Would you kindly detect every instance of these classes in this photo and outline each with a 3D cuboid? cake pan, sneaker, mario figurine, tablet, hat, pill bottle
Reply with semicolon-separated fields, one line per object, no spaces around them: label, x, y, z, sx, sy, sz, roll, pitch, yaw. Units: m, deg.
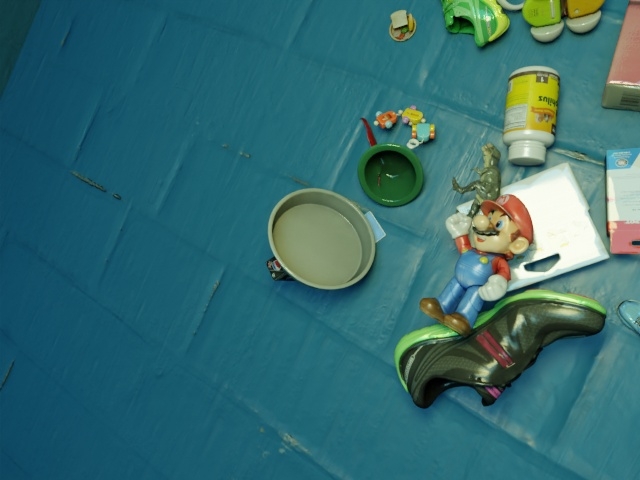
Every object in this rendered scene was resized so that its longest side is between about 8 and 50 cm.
cake pan;0.000;0.000;1.374;0.293;0.292;0.054;64;152;17
sneaker;0.354;-0.616;1.358;0.123;0.109;0.296;-44;63;18
mario figurine;0.329;0.033;1.133;0.198;0.170;0.321;31;87;21
tablet;0.137;-0.033;1.435;0.054;0.006;0.083;-37;71;15
hat;0.197;-0.224;1.427;0.172;0.184;0.209;-8;119;21
pill bottle;0.499;-0.293;1.247;0.117;0.117;0.215;5;86;25
sneaker;0.711;0.187;1.112;0.162;0.073;0.063;44;102;22
sneaker;0.399;0.257;1.169;0.482;0.185;0.203;-28;51;28

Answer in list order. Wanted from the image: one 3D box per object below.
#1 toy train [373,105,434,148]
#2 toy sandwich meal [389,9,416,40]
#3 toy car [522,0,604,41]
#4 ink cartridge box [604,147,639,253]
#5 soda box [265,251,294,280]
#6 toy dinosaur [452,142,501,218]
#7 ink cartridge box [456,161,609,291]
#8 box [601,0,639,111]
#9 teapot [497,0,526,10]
toy train;0.226;-0.295;1.389;0.125;0.046;0.166;-31;57;-14
toy sandwich meal;0.226;-0.599;1.457;0.085;0.029;0.086;-3;82;24
toy car;0.577;-0.581;1.251;0.181;0.159;0.136;-8;45;23
ink cartridge box;0.702;-0.082;1.149;0.134;0.078;0.231;0;83;25
soda box;-0.076;0.074;1.425;0.053;0.168;0.060;-34;71;20
toy dinosaur;0.379;-0.103;1.247;0.118;0.064;0.269;-5;84;17
ink cartridge box;0.496;-0.022;1.244;0.274;0.060;0.239;-23;75;20
box;0.718;-0.418;1.148;0.126;0.148;0.233;16;89;26
teapot;0.479;-0.750;1.282;0.186;0.256;0.253;3;57;-12
